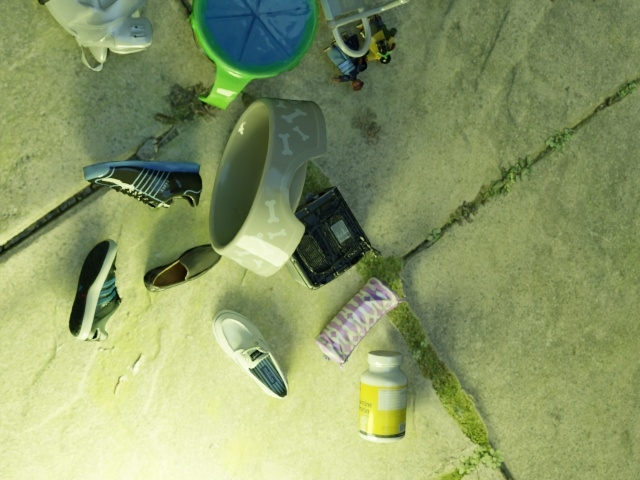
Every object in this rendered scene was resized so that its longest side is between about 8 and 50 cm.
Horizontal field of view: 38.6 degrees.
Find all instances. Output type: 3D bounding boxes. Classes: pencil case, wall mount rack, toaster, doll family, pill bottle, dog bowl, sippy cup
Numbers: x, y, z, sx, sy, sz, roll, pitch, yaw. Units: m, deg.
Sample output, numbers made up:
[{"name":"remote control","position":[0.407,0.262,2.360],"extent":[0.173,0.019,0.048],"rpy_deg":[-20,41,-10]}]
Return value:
[{"name":"pencil case","position":[0.078,0.173,1.940],"extent":[0.088,0.086,0.206],"rpy_deg":[39,82,17]},{"name":"wall mount rack","position":[0.032,-0.522,1.740],"extent":[0.304,0.131,0.350],"rpy_deg":[-32,106,-46]},{"name":"toaster","position":[0.000,0.000,1.889],"extent":[0.168,0.110,0.185],"rpy_deg":[-35,104,-12]},{"name":"doll family","position":[0.091,-0.393,1.912],"extent":[0.193,0.076,0.111],"rpy_deg":[-36,109,-7]},{"name":"pill bottle","position":[0.135,0.333,1.965],"extent":[0.103,0.103,0.184],"rpy_deg":[1,94,-19]},{"name":"dog bowl","position":[-0.111,-0.112,1.730],"extent":[0.102,0.349,0.348],"rpy_deg":[16,89,-23]},{"name":"sippy cup","position":[-0.147,-0.417,1.747],"extent":[0.305,0.224,0.240],"rpy_deg":[-36,103,-13]}]

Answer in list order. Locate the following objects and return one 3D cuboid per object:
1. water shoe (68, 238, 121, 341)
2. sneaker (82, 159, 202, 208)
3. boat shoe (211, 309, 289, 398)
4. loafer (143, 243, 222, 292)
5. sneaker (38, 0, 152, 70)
[{"name":"water shoe","position":[-0.429,0.098,1.788],"extent":[0.080,0.073,0.203],"rpy_deg":[21,87,-45]},{"name":"sneaker","position":[-0.344,-0.107,1.781],"extent":[0.232,0.081,0.090],"rpy_deg":[-1,88,-20]},{"name":"boat shoe","position":[-0.134,0.233,1.881],"extent":[0.083,0.076,0.226],"rpy_deg":[-45,106,-11]},{"name":"loafer","position":[-0.270,0.059,1.830],"extent":[0.170,0.061,0.062],"rpy_deg":[-30,102,-15]},{"name":"sneaker","position":[-0.340,-0.482,1.729],"extent":[0.366,0.137,0.210],"rpy_deg":[-31,104,-8]}]
